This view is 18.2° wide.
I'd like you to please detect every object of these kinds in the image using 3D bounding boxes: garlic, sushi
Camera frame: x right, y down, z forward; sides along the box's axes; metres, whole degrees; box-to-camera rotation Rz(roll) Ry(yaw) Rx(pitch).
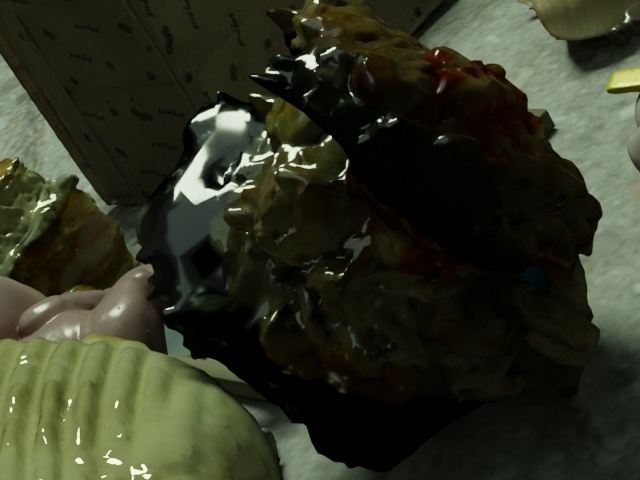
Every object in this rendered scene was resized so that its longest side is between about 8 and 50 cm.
[{"bbox_3d":[0.191,-0.200,1.447,0.124,0.099,0.174,1,40,18],"label":"garlic"},{"bbox_3d":[0.039,-0.021,1.059,0.219,0.238,0.225,-56,28,39],"label":"sushi"}]

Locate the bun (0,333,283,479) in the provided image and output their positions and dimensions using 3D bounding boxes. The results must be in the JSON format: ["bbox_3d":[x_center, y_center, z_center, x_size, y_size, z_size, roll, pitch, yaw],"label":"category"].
[{"bbox_3d":[-0.174,0.183,0.976,0.361,0.213,0.361,1,21,0],"label":"bun"}]

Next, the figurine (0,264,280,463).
[{"bbox_3d":[-0.162,0.098,1.217,0.287,0.176,0.186,-16,10,16],"label":"figurine"}]

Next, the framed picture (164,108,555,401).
[{"bbox_3d":[0.000,0.000,1.355,0.289,0.016,0.213,-44,28,-27],"label":"framed picture"}]

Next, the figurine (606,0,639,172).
[{"bbox_3d":[0.243,-0.058,1.099,0.137,0.112,0.229,-33,37,13],"label":"figurine"}]

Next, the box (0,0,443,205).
[{"bbox_3d":[-0.080,-0.199,1.569,0.190,0.225,0.297,1,40,49],"label":"box"}]

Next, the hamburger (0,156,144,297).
[{"bbox_3d":[-0.240,0.030,1.418,0.155,0.135,0.208,-46,21,-21],"label":"hamburger"}]
